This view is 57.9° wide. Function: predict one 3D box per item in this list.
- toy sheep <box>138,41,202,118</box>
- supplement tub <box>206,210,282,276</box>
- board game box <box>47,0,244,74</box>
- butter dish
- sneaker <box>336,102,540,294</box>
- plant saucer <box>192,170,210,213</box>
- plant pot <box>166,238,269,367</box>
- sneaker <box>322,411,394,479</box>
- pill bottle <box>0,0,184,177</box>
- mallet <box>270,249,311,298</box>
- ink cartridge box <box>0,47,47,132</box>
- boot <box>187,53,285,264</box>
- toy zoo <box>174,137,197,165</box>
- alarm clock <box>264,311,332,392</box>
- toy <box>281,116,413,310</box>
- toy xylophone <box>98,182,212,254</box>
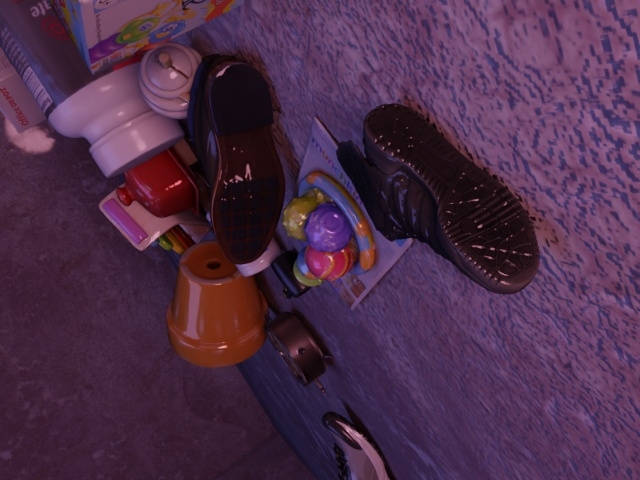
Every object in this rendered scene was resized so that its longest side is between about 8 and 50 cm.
[{"bbox_3d":[-0.161,-0.178,0.650,0.091,0.091,0.132,55,168,5],"label":"toy sheep"},{"bbox_3d":[-0.110,-0.010,0.838,0.107,0.071,0.071,59,163,-12],"label":"supplement tub"},{"bbox_3d":[-0.166,-0.280,0.377,0.275,0.142,0.144,59,163,-8],"label":"board game box"},{"bbox_3d":[-0.285,-0.099,0.971,0.160,0.118,0.160,54,161,6],"label":"butter dish"},{"bbox_3d":[0.066,-0.023,0.374,0.170,0.051,0.089,54,164,24],"label":"sneaker"},{"bbox_3d":[-0.165,-0.051,0.984,0.168,0.029,0.168,49,161,24],"label":"plant saucer"},{"bbox_3d":[-0.202,0.108,1.129,0.205,0.205,0.188,43,143,37],"label":"plant pot"},{"bbox_3d":[0.072,0.450,1.115,0.271,0.108,0.100,61,164,-12],"label":"sneaker"},{"bbox_3d":[-0.330,-0.256,0.810,0.318,0.176,0.176,60,163,-10],"label":"pill bottle"},{"bbox_3d":[-0.051,0.057,0.866,0.062,0.039,0.189,55,167,1],"label":"mallet"},{"bbox_3d":[-0.570,-0.369,1.162,0.168,0.232,0.171,53,162,11],"label":"ink cartridge box"},{"bbox_3d":[-0.091,-0.088,0.610,0.106,0.082,0.219,-129,35,-52],"label":"boot"},{"bbox_3d":[-0.321,-0.211,1.113,0.192,0.030,0.293,60,163,-12],"label":"toy zoo"},{"bbox_3d":[-0.052,0.181,1.034,0.192,0.064,0.129,31,150,50],"label":"alarm clock"},{"bbox_3d":[0.000,0.000,0.580,0.137,0.056,0.237,52,163,11],"label":"toy"},{"bbox_3d":[-0.328,-0.069,1.153,0.236,0.081,0.322,47,-176,12],"label":"toy xylophone"}]
